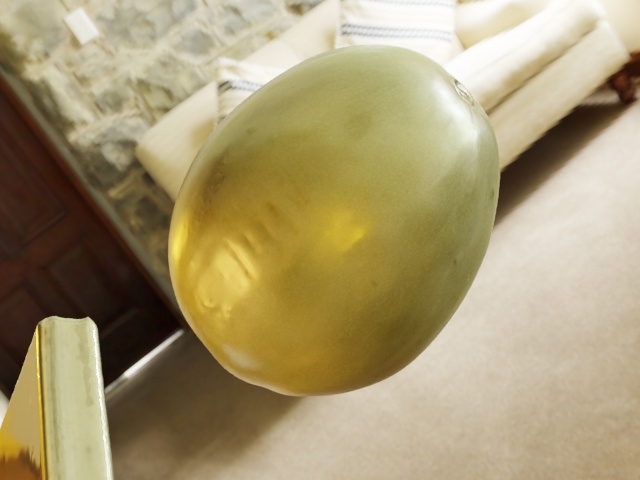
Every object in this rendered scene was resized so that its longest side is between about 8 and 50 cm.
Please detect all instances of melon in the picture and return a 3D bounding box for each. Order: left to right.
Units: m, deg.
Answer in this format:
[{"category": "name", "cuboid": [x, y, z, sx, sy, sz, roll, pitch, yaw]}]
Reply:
[{"category": "melon", "cuboid": [0.008, -0.013, 0.832, 0.308, 0.272, 0.272, -65, 19, 0]}]

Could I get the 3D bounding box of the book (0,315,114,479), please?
[{"category": "book", "cuboid": [-0.127, 0.182, 0.409, 0.269, 0.025, 0.191, -55, 39, 43]}]
